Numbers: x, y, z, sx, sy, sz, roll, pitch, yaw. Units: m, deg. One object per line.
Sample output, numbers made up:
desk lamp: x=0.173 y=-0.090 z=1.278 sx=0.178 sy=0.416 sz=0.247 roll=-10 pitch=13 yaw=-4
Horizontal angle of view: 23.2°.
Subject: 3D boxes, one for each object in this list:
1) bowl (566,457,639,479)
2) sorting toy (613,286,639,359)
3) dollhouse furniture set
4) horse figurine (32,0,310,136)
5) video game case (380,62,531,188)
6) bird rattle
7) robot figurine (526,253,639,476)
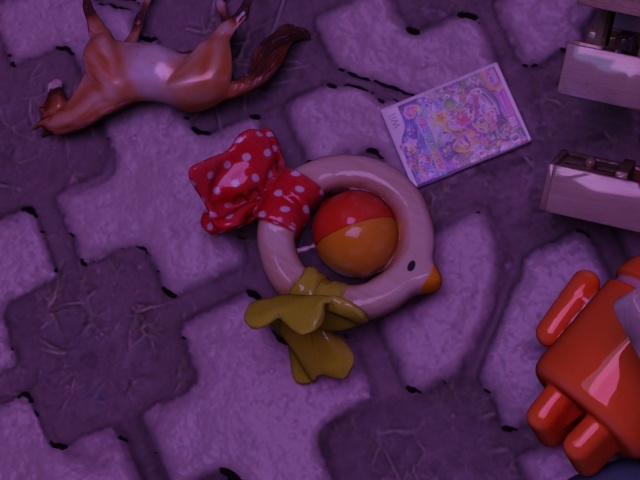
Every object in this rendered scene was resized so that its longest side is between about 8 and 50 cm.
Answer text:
bowl: x=0.284 y=0.325 z=1.281 sx=0.312 sy=0.163 sz=0.311 roll=-2 pitch=77 yaw=8
sorting toy: x=0.400 y=0.112 z=1.264 sx=0.257 sy=0.089 sz=0.255 roll=-19 pitch=77 yaw=-41
dollhouse furniture set: x=0.302 y=-0.133 z=1.377 sx=0.161 sy=0.212 sz=0.242 roll=14 pitch=105 yaw=13
horse figurine: x=-0.148 y=-0.183 z=1.526 sx=0.263 sy=0.066 sz=0.174 roll=4 pitch=71 yaw=12
video game case: x=0.129 y=-0.109 z=1.493 sx=0.122 sy=0.011 sz=0.087 roll=-22 pitch=74 yaw=2
bird rattle: x=0.000 y=0.000 z=1.452 sx=0.207 sy=0.143 sz=0.253 roll=-15 pitch=61 yaw=-8
robot figurine: x=0.277 y=0.102 z=1.358 sx=0.128 sy=0.158 sz=0.219 roll=44 pitch=83 yaw=-21
